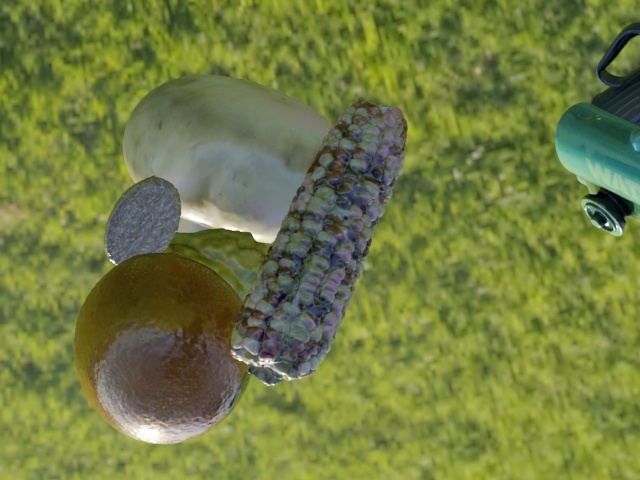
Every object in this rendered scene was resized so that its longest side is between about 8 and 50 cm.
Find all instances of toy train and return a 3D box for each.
[{"bbox_3d":[0.337,-0.056,1.512,0.101,0.248,0.159,-46,133,-11],"label":"toy train"}]

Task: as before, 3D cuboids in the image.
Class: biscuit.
[{"bbox_3d":[-0.206,-0.019,1.776,0.120,0.015,0.120,-32,136,-37],"label":"biscuit"}]

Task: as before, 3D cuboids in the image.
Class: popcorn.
[{"bbox_3d":[-0.153,0.098,2.078,0.251,0.237,0.206,30,145,11],"label":"popcorn"}]

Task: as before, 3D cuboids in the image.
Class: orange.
[{"bbox_3d":[-0.162,0.115,1.588,0.206,0.206,0.206,-8,147,-6],"label":"orange"}]

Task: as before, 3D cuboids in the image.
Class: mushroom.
[{"bbox_3d":[-0.140,-0.107,2.304,0.353,0.353,0.325,-33,100,28],"label":"mushroom"}]

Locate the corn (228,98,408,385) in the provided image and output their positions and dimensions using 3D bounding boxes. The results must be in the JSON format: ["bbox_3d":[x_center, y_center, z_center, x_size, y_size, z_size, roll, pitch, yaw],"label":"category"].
[{"bbox_3d":[0.000,0.000,1.407,0.092,0.280,0.092,21,166,6],"label":"corn"}]

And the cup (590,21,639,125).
[{"bbox_3d":[0.372,-0.155,1.663,0.150,0.113,0.138,25,137,-29],"label":"cup"}]
